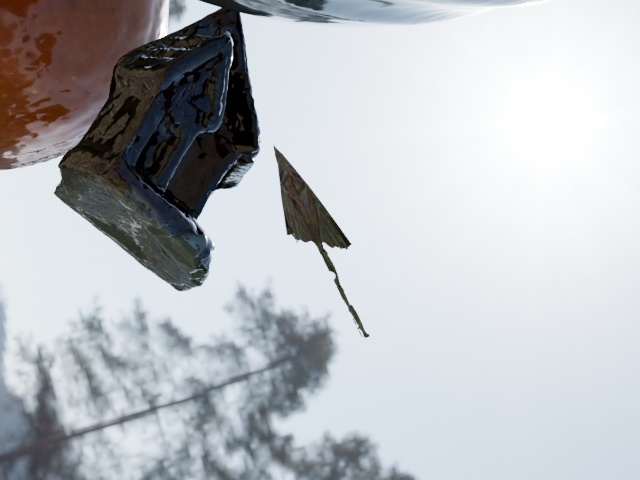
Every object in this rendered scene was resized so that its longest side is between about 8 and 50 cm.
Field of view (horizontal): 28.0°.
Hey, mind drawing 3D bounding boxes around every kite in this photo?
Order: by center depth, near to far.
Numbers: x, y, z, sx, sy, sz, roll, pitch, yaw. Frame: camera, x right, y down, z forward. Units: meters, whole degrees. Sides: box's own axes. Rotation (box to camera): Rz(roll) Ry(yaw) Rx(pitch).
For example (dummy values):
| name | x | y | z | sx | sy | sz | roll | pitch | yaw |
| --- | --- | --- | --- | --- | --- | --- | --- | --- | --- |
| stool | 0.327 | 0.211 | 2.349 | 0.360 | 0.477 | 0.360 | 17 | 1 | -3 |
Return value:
| name | x | y | z | sx | sy | sz | roll | pitch | yaw |
| --- | --- | --- | --- | --- | --- | --- | --- | --- | --- |
| kite | -0.001 | 0.001 | 1.473 | 0.250 | 0.012 | 0.229 | 66 | -15 | -8 |

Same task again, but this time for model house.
| name | x | y | z | sx | sy | sz | roll | pitch | yaw |
| --- | --- | --- | --- | --- | --- | --- | --- | --- | --- |
| model house | -0.076 | -0.066 | 0.739 | 0.152 | 0.106 | 0.165 | -63 | -169 | -15 |

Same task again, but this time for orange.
| name | x | y | z | sx | sy | sz | roll | pitch | yaw |
| --- | --- | --- | --- | --- | --- | --- | --- | --- | --- |
| orange | -0.316 | -0.251 | 1.074 | 0.424 | 0.326 | 0.424 | 57 | -14 | 22 |

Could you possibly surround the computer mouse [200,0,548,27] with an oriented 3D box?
| name | x | y | z | sx | sy | sz | roll | pitch | yaw |
| --- | --- | --- | --- | --- | --- | --- | --- | --- | --- |
| computer mouse | 0.023 | -0.122 | 0.388 | 0.203 | 0.373 | 0.114 | -7 | -97 | 42 |
